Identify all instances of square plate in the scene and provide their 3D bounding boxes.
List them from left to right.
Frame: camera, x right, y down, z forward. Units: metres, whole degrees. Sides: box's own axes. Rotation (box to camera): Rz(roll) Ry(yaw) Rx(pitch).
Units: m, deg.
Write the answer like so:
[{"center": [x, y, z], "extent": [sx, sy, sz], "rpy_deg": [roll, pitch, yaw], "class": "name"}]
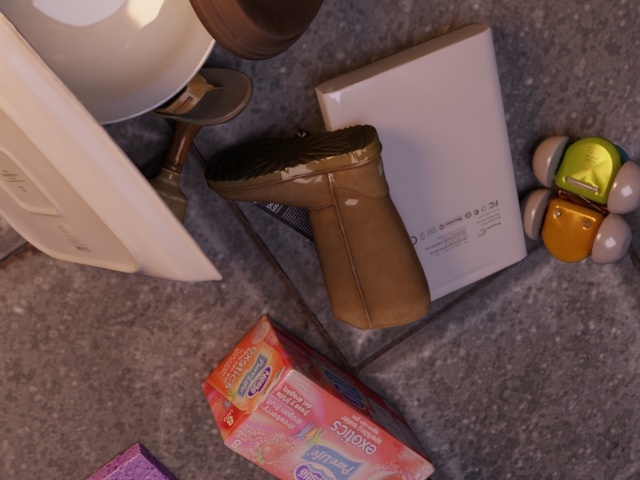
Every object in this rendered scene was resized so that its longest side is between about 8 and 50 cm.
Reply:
[{"center": [-0.304, -0.077, 1.050], "extent": [0.049, 0.347, 0.344], "rpy_deg": [-52, 124, -25], "class": "square plate"}]

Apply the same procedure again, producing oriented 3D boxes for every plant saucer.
[{"center": [-0.061, -0.333, 1.072], "extent": [0.278, 0.041, 0.278], "rpy_deg": [-12, 104, -57], "class": "plant saucer"}]

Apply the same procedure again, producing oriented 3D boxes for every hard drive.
[{"center": [0.144, -0.084, 1.333], "extent": [0.233, 0.047, 0.353], "rpy_deg": [-23, 123, -11], "class": "hard drive"}]

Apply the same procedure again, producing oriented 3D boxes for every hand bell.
[{"center": [-0.177, -0.099, 1.228], "extent": [0.126, 0.126, 0.242], "rpy_deg": [20, 93, -26], "class": "hand bell"}]

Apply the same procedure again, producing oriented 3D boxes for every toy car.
[{"center": [0.378, -0.062, 1.413], "extent": [0.136, 0.159, 0.182], "rpy_deg": [-18, 125, -51], "class": "toy car"}]

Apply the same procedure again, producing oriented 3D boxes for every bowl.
[{"center": [-0.256, -0.282, 1.077], "extent": [0.298, 0.134, 0.298], "rpy_deg": [-7, 116, -16], "class": "bowl"}]

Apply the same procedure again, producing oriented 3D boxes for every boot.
[{"center": [0.000, 0.000, 1.275], "extent": [0.236, 0.089, 0.269], "rpy_deg": [-6, 125, 17], "class": "boot"}]

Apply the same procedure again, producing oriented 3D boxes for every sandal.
[{"center": [-0.170, -0.177, 1.174], "extent": [0.180, 0.049, 0.072], "rpy_deg": [7, 82, -2], "class": "sandal"}]

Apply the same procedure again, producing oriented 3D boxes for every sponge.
[{"center": [-0.309, 0.389, 1.439], "extent": [0.210, 0.031, 0.117], "rpy_deg": [-35, 121, 0], "class": "sponge"}]

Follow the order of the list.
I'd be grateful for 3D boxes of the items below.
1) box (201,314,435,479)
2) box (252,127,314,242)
[{"center": [-0.002, 0.262, 1.415], "extent": [0.300, 0.154, 0.142], "rpy_deg": [38, 98, -31], "class": "box"}, {"center": [0.002, -0.060, 1.334], "extent": [0.162, 0.029, 0.116], "rpy_deg": [33, 100, -30], "class": "box"}]
